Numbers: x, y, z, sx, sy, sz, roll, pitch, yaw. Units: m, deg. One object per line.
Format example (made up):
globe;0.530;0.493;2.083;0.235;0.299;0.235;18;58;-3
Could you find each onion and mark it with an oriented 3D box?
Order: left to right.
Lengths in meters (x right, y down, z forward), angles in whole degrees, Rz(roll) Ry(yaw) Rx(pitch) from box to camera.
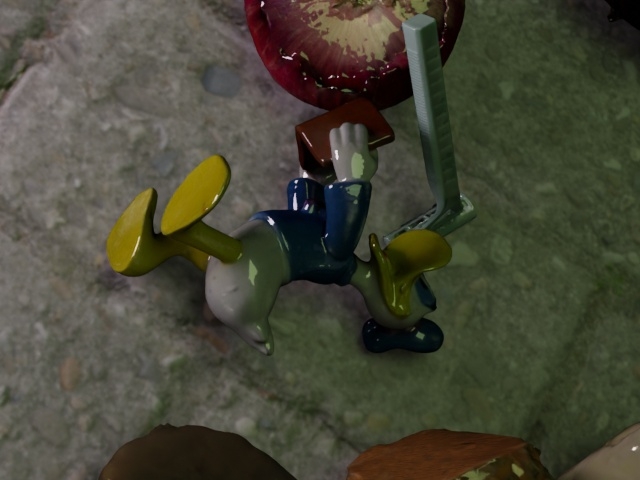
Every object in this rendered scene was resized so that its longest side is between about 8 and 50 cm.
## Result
onion;0.033;-0.250;1.995;0.248;0.161;0.248;5;75;-17

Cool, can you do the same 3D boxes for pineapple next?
pineapple;0.139;0.372;1.832;0.223;0.223;0.357;-11;96;-24

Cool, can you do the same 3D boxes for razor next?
razor;0.115;-0.106;1.947;0.111;0.277;0.056;-31;46;-26

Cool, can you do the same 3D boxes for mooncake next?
mooncake;-0.118;0.286;1.751;0.228;0.124;0.228;20;36;-15

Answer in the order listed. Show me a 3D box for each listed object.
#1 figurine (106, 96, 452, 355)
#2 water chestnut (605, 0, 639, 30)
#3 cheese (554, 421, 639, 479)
figurine;0.000;0.000;1.920;0.338;0.204;0.283;38;68;-22
water chestnut;0.435;-0.386;2.138;0.335;0.335;0.347;-11;47;-23
cheese;0.322;0.295;1.950;0.248;0.251;0.173;-1;55;-58
